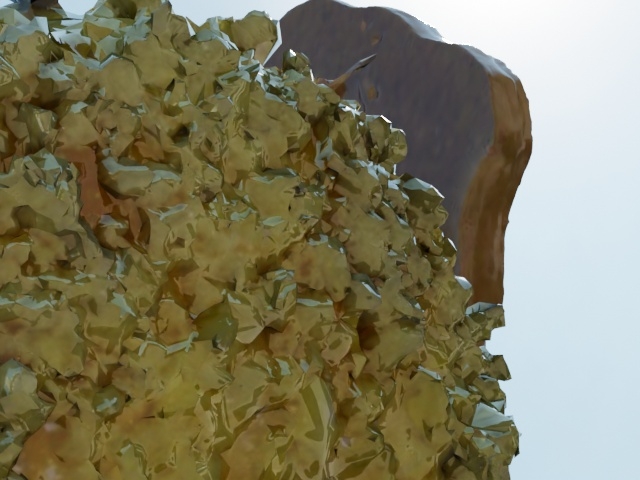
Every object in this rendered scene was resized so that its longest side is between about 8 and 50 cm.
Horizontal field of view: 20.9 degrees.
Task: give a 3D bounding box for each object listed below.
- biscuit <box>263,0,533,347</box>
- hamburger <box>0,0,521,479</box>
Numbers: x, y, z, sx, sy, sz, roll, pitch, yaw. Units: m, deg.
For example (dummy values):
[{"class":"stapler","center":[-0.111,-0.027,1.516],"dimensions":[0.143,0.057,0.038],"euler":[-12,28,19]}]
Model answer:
[{"class":"biscuit","center":[0.002,0.000,1.318],"dimensions":[0.062,0.385,0.365],"euler":[9,-86,-40]},{"class":"hamburger","center":[-0.055,0.059,0.412],"dimensions":[0.243,0.139,0.261],"euler":[-5,-93,-40]}]
